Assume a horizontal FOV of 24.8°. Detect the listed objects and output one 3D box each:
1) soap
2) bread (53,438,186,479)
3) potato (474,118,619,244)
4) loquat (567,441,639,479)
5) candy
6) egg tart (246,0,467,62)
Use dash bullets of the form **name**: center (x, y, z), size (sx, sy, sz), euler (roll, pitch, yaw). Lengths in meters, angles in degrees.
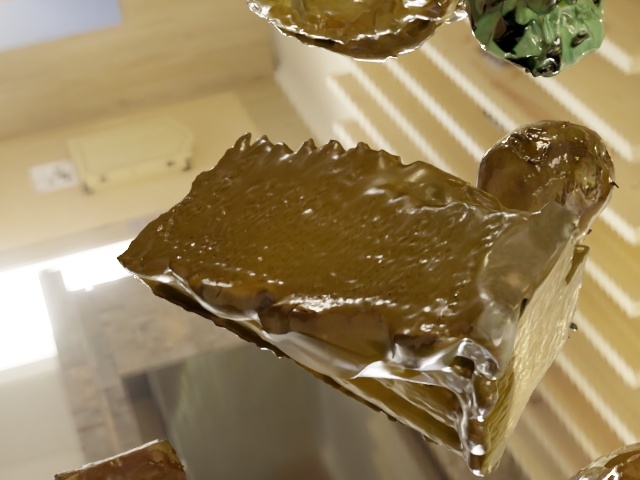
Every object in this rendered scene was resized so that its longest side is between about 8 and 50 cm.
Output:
- **soap**: center (0.000, 0.000, 0.992), size (0.338, 0.169, 0.304), euler (28, -19, 16)
- **bread**: center (-0.137, 0.167, 1.001), size (0.047, 0.083, 0.036), euler (59, -28, 27)
- **potato**: center (0.202, -0.034, 1.379), size (0.176, 0.137, 0.137), euler (-61, -164, 1)
- **loquat**: center (0.284, 0.277, 1.099), size (0.263, 0.263, 0.263), euler (165, -90, -79)
- **candy**: center (0.151, -0.141, 0.768), size (0.091, 0.083, 0.305), euler (49, -9, -9)
- **egg tart**: center (0.026, -0.239, 1.283), size (0.279, 0.279, 0.095), euler (109, -10, -70)
